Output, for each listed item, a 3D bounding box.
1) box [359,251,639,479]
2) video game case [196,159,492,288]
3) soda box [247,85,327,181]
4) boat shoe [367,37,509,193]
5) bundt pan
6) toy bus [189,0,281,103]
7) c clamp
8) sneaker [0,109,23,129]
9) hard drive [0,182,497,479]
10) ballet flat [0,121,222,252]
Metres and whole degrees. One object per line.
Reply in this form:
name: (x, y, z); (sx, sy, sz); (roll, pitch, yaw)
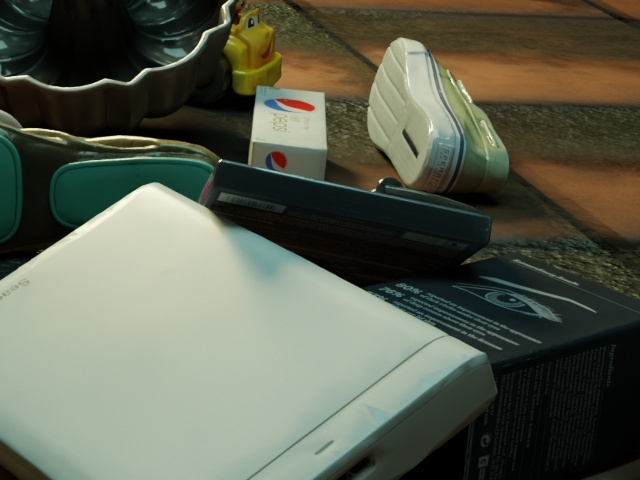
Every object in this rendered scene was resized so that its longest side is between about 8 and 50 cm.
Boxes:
box: (0.117, 0.092, 1.351); (0.207, 0.108, 0.153); (-10, 23, -41)
video game case: (0.000, 0.000, 1.478); (0.196, 0.026, 0.274); (12, -12, -8)
soda box: (-0.033, -0.090, 1.917); (0.074, 0.069, 0.216); (6, 19, -2)
boat shoe: (0.117, -0.118, 2.033); (0.094, 0.109, 0.302); (17, 24, -16)
bundt pan: (-0.242, -0.233, 2.042); (0.331, 0.124, 0.331); (1, 51, -1)
toy bus: (-0.151, -0.274, 2.212); (0.220, 0.211, 0.149); (13, 18, 14)
c clamp: (0.041, -0.019, 1.455); (0.137, 0.022, 0.160); (23, -19, -28)
sneaker: (-0.431, -0.083, 1.723); (0.321, 0.124, 0.180); (4, 11, -42)
hard drive: (-0.091, 0.086, 1.261); (0.233, 0.047, 0.353); (-36, 37, -24)
ballet flat: (-0.239, -0.049, 1.667); (0.342, 0.116, 0.124); (1, 4, -2)
